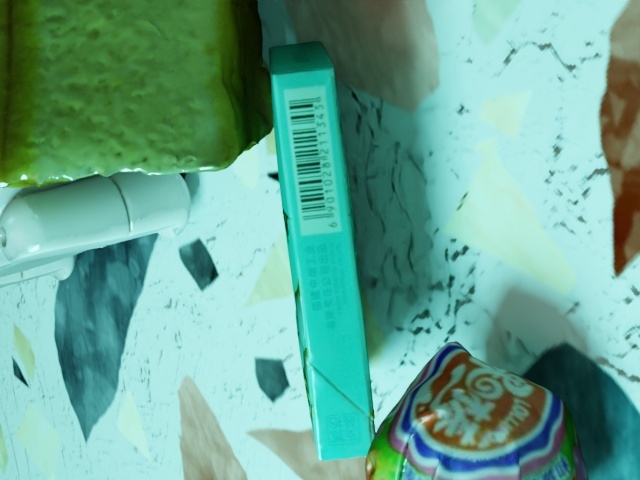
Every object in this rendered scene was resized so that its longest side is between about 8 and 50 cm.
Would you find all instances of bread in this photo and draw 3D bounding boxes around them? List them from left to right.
[{"bbox_3d":[-0.170,-0.215,0.968,0.245,0.233,0.361,-52,-44,-81],"label":"bread"}]

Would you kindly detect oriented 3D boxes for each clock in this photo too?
[{"bbox_3d":[-0.256,-0.132,1.248,0.342,0.184,0.326,-16,85,52],"label":"clock"}]

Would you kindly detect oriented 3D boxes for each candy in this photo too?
[{"bbox_3d":[0.085,0.221,0.956,0.124,0.124,0.365,44,145,39],"label":"candy"}]

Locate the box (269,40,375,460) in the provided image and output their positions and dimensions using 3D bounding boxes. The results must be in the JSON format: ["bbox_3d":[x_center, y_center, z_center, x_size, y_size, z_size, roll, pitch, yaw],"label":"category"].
[{"bbox_3d":[0.000,0.000,0.956,0.161,0.042,0.226,-96,0,-77],"label":"box"}]
